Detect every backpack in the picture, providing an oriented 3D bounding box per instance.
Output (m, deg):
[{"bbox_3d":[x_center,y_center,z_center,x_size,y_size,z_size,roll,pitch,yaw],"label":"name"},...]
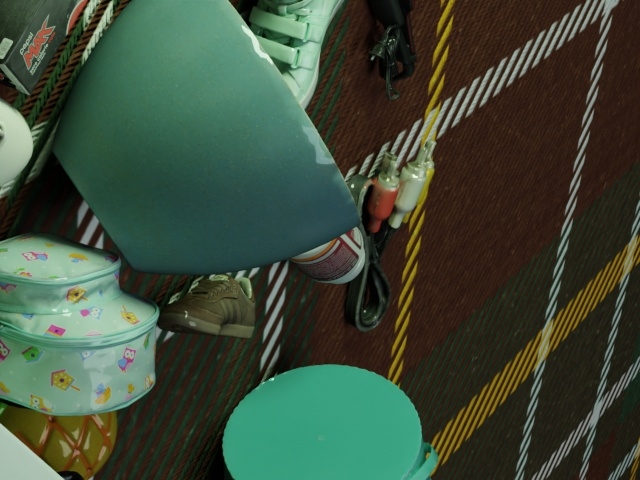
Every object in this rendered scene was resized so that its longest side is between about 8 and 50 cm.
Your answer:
[{"bbox_3d":[-0.235,0.076,1.619,0.166,0.188,0.144,-19,127,-58],"label":"backpack"}]

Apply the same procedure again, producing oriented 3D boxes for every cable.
[{"bbox_3d":[0.076,0.008,2.350,0.139,0.072,0.287,-26,133,-49],"label":"cable"}]

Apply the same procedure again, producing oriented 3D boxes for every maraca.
[{"bbox_3d":[-0.273,0.188,1.754,0.185,0.099,0.127,-12,107,-36],"label":"maraca"}]

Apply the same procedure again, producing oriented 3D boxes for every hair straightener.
[{"bbox_3d":[0.074,-0.243,2.186,0.089,0.047,0.230,-55,157,-27],"label":"hair straightener"}]

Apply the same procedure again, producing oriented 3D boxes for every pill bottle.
[{"bbox_3d":[0.000,0.000,2.169,0.086,0.086,0.152,-64,155,-9],"label":"pill bottle"}]

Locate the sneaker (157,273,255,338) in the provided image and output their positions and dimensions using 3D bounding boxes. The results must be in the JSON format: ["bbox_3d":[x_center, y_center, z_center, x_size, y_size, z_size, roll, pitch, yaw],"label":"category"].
[{"bbox_3d":[-0.125,0.068,2.018,0.188,0.066,0.071,17,78,-71],"label":"sneaker"}]

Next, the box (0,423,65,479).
[{"bbox_3d":[-0.336,0.241,1.468,0.262,0.127,0.231,45,62,-17],"label":"box"}]

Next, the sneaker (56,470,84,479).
[{"bbox_3d":[-0.251,0.281,1.714,0.109,0.286,0.130,3,80,-37],"label":"sneaker"}]

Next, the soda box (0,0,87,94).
[{"bbox_3d":[-0.233,-0.211,1.551,0.169,0.053,0.060,-61,155,-14],"label":"soda box"}]

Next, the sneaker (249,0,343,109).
[{"bbox_3d":[-0.047,-0.233,1.871,0.256,0.094,0.151,-67,156,-13],"label":"sneaker"}]

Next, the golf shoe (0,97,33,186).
[{"bbox_3d":[-0.294,-0.071,1.464,0.273,0.120,0.105,7,102,-67],"label":"golf shoe"}]

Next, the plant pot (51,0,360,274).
[{"bbox_3d":[-0.124,-0.080,1.668,0.195,0.290,0.290,-35,149,-5],"label":"plant pot"}]

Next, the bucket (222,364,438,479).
[{"bbox_3d":[0.010,0.298,2.237,0.281,0.281,0.183,-49,147,-36],"label":"bucket"}]
